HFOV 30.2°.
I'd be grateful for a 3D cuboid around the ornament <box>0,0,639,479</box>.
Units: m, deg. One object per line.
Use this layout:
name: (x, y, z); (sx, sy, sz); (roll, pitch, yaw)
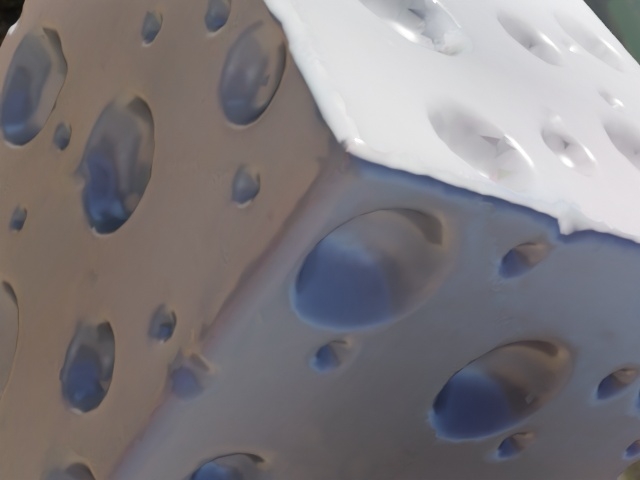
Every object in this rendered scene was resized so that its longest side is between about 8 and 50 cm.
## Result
ornament: (0.000, 0.000, 0.505); (0.240, 0.240, 0.239); (14, 36, -36)
